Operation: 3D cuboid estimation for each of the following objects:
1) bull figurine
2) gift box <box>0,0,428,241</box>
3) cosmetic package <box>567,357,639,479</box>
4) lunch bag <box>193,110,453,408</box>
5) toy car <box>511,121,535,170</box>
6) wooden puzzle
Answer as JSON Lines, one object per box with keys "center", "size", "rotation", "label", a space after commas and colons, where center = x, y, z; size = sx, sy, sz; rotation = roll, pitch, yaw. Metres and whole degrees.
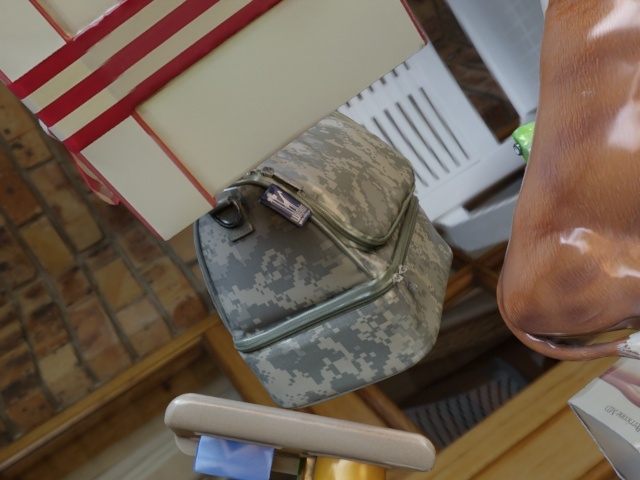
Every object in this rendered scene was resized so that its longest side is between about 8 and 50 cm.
{"center": [0.188, -0.072, 0.447], "size": [0.188, 0.101, 0.310], "rotation": [18, 110, 35], "label": "bull figurine"}
{"center": [-0.113, -0.179, 0.583], "size": [0.255, 0.258, 0.276], "rotation": [52, -174, -28], "label": "gift box"}
{"center": [0.439, 0.148, 0.865], "size": [0.129, 0.296, 0.153], "rotation": [53, 175, -12], "label": "cosmetic package"}
{"center": [0.000, 0.000, 0.902], "size": [0.256, 0.213, 0.305], "rotation": [58, -155, -13], "label": "lunch bag"}
{"center": [0.365, -0.083, 1.236], "size": [0.224, 0.239, 0.053], "rotation": [64, 179, 7], "label": "toy car"}
{"center": [-0.045, 0.294, 1.074], "size": [0.348, 0.322, 0.080], "rotation": [112, 169, -68], "label": "wooden puzzle"}
